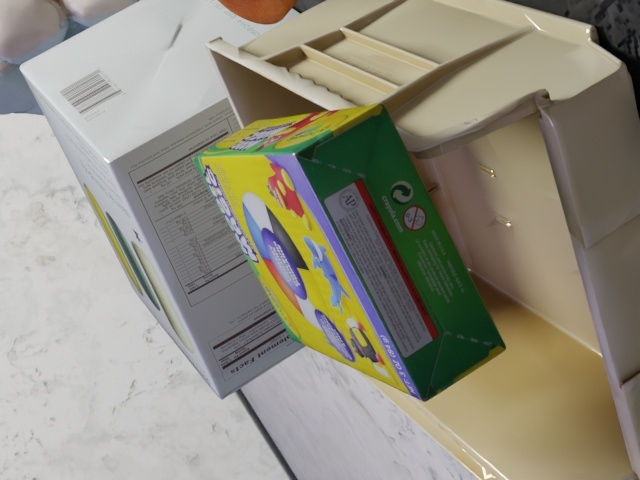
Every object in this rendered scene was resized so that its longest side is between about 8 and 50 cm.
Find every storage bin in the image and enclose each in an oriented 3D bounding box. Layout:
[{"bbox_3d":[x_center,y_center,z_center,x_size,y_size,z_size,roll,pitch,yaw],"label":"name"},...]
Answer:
[{"bbox_3d":[0.080,-0.002,0.670,0.260,0.123,0.262,37,154,55],"label":"storage bin"}]

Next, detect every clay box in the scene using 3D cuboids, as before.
[{"bbox_3d":[0.000,0.000,0.593,0.127,0.053,0.222,62,164,-12],"label":"clay box"}]

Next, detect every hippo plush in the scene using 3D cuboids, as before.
[{"bbox_3d":[-0.226,-0.252,1.132,0.294,0.234,0.236,14,-132,-47],"label":"hippo plush"}]

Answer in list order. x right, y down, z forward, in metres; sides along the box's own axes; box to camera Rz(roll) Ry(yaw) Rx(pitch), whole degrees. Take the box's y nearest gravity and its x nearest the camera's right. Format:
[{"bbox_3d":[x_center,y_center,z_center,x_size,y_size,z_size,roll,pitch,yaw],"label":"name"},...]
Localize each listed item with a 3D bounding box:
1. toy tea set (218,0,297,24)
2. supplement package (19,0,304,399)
[{"bbox_3d":[-0.038,-0.260,0.641,0.200,0.124,0.336,29,162,-4],"label":"toy tea set"},{"bbox_3d":[-0.085,-0.052,0.962,0.199,0.198,0.262,42,158,46],"label":"supplement package"}]
